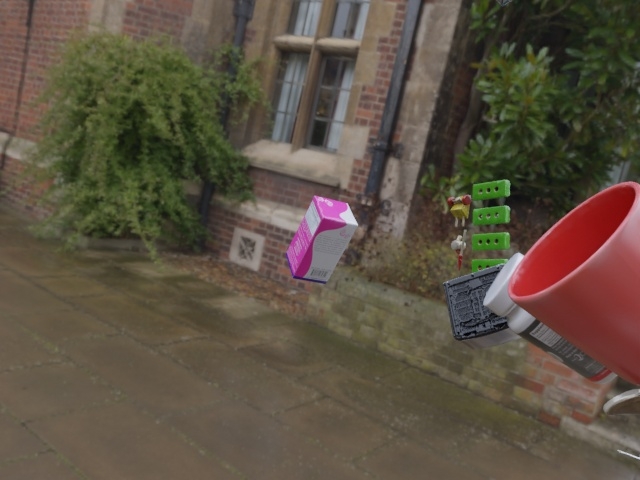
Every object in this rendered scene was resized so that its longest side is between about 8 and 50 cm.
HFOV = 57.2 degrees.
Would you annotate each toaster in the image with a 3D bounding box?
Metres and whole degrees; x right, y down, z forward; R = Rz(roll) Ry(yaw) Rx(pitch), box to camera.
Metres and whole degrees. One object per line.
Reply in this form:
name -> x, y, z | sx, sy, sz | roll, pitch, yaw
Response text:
toaster -> 0.406, 0.171, 1.435 | 0.168, 0.186, 0.110 | -23, -36, 26

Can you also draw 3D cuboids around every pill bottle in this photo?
pill bottle -> 0.500, 0.158, 1.233 | 0.283, 0.161, 0.161 | 33, 10, 7

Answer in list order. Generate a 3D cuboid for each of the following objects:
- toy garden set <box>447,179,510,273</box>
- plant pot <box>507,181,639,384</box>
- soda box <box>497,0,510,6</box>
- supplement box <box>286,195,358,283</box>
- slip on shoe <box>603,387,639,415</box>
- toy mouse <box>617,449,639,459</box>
toy garden set -> 0.428, -0.026, 1.572 | 0.049, 0.245, 0.203 | 5, -5, -33
plant pot -> 0.490, 0.084, 0.962 | 0.243, 0.275, 0.275 | 45, 8, -1
soda box -> 0.365, -0.488, 0.997 | 0.058, 0.183, 0.063 | 45, -1, -10
supplement box -> 0.000, 0.000, 1.661 | 0.111, 0.220, 0.114 | 12, 34, -26
slip on shoe -> 0.527, 0.262, 0.941 | 0.135, 0.041, 0.051 | -21, -42, 16
toy mouse -> 0.502, 0.339, 0.843 | 0.143, 0.031, 0.161 | 37, 24, 22
